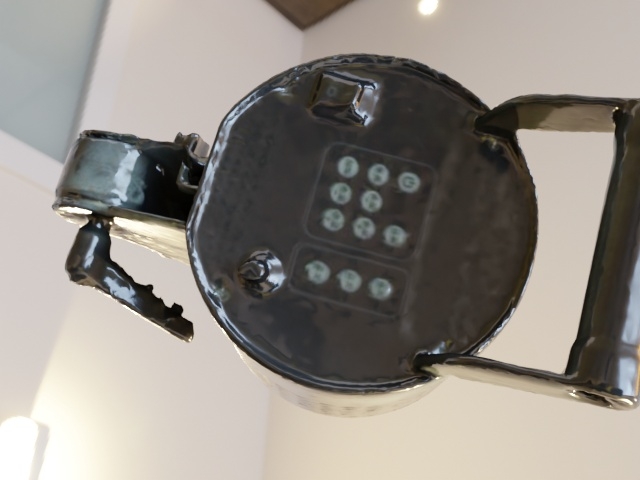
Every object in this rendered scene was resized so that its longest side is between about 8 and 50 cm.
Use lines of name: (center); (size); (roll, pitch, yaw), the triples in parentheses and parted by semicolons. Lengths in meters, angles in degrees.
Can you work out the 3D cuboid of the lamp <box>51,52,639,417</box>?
lamp: (0.035, 0.016, 0.588); (0.374, 0.272, 0.205); (9, -105, 22)
